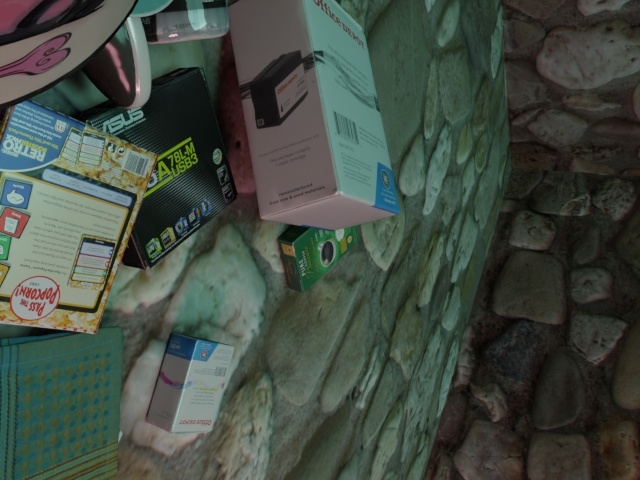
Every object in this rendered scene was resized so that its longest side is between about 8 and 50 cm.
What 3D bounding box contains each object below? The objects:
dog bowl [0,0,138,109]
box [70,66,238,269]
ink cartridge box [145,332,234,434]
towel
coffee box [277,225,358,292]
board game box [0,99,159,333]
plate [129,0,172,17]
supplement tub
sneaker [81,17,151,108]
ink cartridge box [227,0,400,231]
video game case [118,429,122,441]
[{"bbox_3d":[-0.241,-0.261,0.237,0.408,0.150,0.408,-4,96,-38],"label":"dog bowl"},{"bbox_3d":[-0.188,-0.091,0.647,0.191,0.045,0.184,-48,138,-46],"label":"box"},{"bbox_3d":[-0.176,0.196,0.737,0.088,0.052,0.122,33,67,-59],"label":"ink cartridge box"},{"bbox_3d":[-0.284,0.268,0.471,0.271,0.040,0.370,14,74,-66],"label":"towel"},{"bbox_3d":[0.000,0.000,0.998,0.184,0.040,0.113,-42,134,-38],"label":"coffee box"},{"bbox_3d":[-0.251,-0.017,0.499,0.147,0.045,0.193,22,86,-52],"label":"board game box"},{"bbox_3d":[-0.184,-0.274,0.430,0.188,0.024,0.188,8,80,-58],"label":"plate"},{"bbox_3d":[-0.164,-0.308,0.558,0.117,0.117,0.190,-39,131,-52],"label":"supplement tub"},{"bbox_3d":[-0.257,-0.221,0.434,0.147,0.104,0.296,-53,135,-39],"label":"sneaker"},{"bbox_3d":[-0.004,-0.182,0.783,0.223,0.129,0.307,7,71,-62],"label":"ink cartridge box"},{"bbox_3d":[-0.329,0.248,0.498,0.285,0.025,0.204,53,52,-54],"label":"video game case"}]
